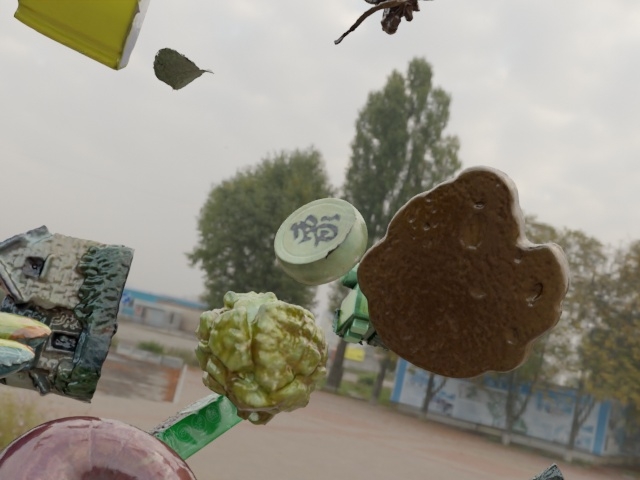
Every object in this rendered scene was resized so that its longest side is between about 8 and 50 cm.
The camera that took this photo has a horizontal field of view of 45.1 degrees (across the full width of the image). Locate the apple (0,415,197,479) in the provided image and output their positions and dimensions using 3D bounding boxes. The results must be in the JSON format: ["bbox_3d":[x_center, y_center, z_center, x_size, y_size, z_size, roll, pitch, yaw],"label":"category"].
[{"bbox_3d":[-0.285,0.366,0.935,0.305,0.306,0.235,11,-52,-9],"label":"apple"}]

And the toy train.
[{"bbox_3d":[0.163,0.131,1.579,0.271,0.188,0.159,17,-28,-8],"label":"toy train"}]

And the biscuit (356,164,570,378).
[{"bbox_3d":[0.244,0.057,1.336,0.359,0.381,0.074,26,17,20],"label":"biscuit"}]

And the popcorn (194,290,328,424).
[{"bbox_3d":[-0.121,0.243,1.675,0.279,0.274,0.335,-19,-24,26],"label":"popcorn"}]

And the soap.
[{"bbox_3d":[-0.311,0.444,1.804,0.218,0.098,0.273,-32,-3,43],"label":"soap"}]

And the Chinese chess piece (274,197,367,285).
[{"bbox_3d":[0.000,0.000,1.155,0.144,0.144,0.058,7,-38,38],"label":"Chinese chess piece"}]

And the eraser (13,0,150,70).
[{"bbox_3d":[-0.429,-0.425,1.394,0.226,0.158,0.069,26,20,-1],"label":"eraser"}]

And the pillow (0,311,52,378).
[{"bbox_3d":[-0.490,0.150,1.069,0.214,0.086,0.233,-2,7,-6],"label":"pillow"}]

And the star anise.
[{"bbox_3d":[0.099,-0.350,1.138,0.190,0.070,0.097,-35,-54,18],"label":"star anise"}]

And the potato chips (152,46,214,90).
[{"bbox_3d":[-0.369,-0.463,2.107,0.167,0.059,0.228,-4,-10,19],"label":"potato chips"}]

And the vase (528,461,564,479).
[{"bbox_3d":[0.339,0.441,1.316,0.167,0.059,0.059,-29,-17,9],"label":"vase"}]

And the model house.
[{"bbox_3d":[-0.520,0.133,1.433,0.284,0.298,0.243,15,-14,-13],"label":"model house"}]
